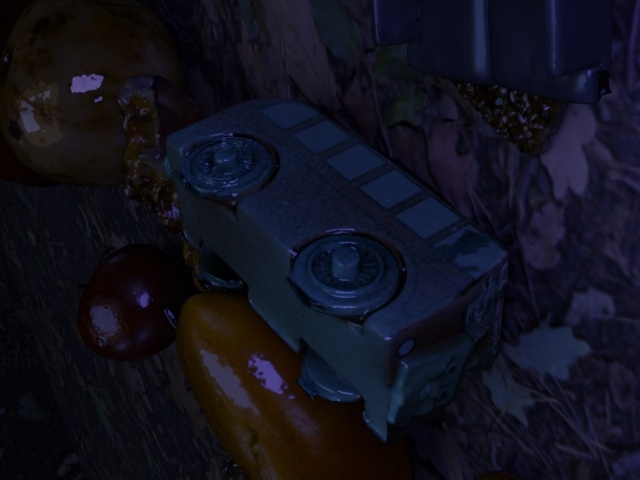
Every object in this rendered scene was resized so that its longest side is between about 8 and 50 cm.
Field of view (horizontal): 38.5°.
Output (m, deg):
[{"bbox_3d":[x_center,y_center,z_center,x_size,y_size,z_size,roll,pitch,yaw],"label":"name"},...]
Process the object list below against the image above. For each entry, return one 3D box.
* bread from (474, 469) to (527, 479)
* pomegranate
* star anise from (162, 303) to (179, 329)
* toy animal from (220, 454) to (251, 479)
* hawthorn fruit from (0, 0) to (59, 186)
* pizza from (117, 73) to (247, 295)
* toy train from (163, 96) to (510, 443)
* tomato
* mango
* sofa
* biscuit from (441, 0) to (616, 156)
[{"bbox_3d":[0.147,0.217,0.700,0.085,0.053,0.085,27,130,38],"label":"bread"},{"bbox_3d":[-0.244,-0.164,1.005,0.215,0.215,0.215,43,145,42],"label":"pomegranate"},{"bbox_3d":[-0.102,0.181,1.118,0.234,0.073,0.177,57,158,-17],"label":"star anise"},{"bbox_3d":[-0.059,0.261,0.989,0.149,0.054,0.275,18,161,34],"label":"toy animal"},{"bbox_3d":[-0.392,-0.196,1.212,0.265,0.265,0.307,49,162,34],"label":"hawthorn fruit"},{"bbox_3d":[-0.111,-0.027,0.890,0.085,0.161,0.305,-31,89,28],"label":"pizza"},{"bbox_3d":[0.000,0.000,0.703,0.326,0.159,0.129,41,146,38],"label":"toy train"},{"bbox_3d":[-0.251,0.086,1.271,0.167,0.167,0.167,43,145,42],"label":"tomato"},{"bbox_3d":[-0.027,0.145,0.811,0.257,0.138,0.187,54,173,-30],"label":"mango"},{"bbox_3d":[0.084,-0.120,0.497,0.147,0.060,0.085,27,131,50],"label":"sofa"},{"bbox_3d":[0.080,-0.166,0.568,0.231,0.025,0.131,52,150,29],"label":"biscuit"}]
